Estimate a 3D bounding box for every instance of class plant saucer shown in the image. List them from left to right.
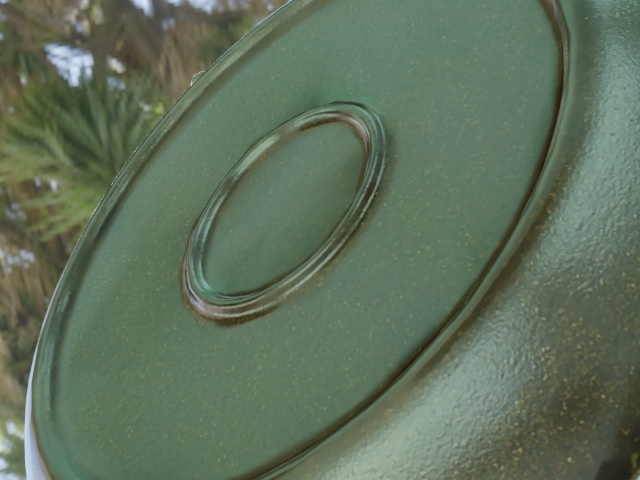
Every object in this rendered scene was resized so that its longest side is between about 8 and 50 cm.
[{"bbox_3d":[0.000,0.000,0.462,0.310,0.050,0.311,-31,-145,25],"label":"plant saucer"}]

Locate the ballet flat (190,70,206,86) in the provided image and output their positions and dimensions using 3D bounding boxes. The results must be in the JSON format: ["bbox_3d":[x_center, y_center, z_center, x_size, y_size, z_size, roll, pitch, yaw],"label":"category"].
[{"bbox_3d":[0.064,-0.112,0.718,0.316,0.106,0.107,-23,-178,15],"label":"ballet flat"}]

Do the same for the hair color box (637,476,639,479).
[{"bbox_3d":[0.196,0.163,0.636,0.173,0.105,0.347,-12,-138,19],"label":"hair color box"}]
